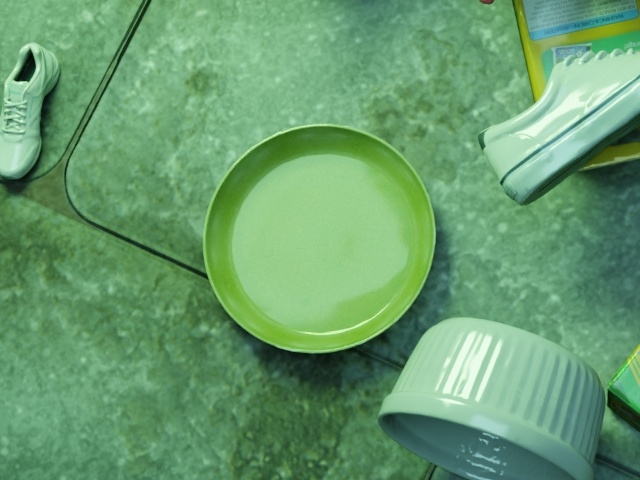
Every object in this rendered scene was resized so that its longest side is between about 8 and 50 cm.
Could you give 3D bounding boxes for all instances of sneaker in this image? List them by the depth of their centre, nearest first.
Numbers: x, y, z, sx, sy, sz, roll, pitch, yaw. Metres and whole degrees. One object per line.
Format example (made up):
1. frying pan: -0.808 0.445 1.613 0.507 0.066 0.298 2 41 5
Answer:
1. sneaker: 0.265 -0.142 1.531 0.258 0.094 0.091 -36 78 1
2. sneaker: -0.325 -0.142 1.735 0.054 0.061 0.152 9 80 10

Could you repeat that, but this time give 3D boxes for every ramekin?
1. ramekin: 0.169 0.156 1.511 0.207 0.207 0.109 18 72 13

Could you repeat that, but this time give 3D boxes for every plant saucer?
1. plant saucer: 0.000 0.000 1.658 0.241 0.037 0.241 -2 76 9

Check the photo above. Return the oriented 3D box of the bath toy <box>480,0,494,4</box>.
1. bath toy: 0.290 -0.276 1.530 0.348 0.151 0.129 7 72 13

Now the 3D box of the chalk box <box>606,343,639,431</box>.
1. chalk box: 0.389 0.161 1.504 0.213 0.132 0.132 37 85 16

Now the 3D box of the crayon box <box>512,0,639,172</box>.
1. crayon box: 0.302 -0.226 1.637 0.203 0.083 0.323 -11 74 7
